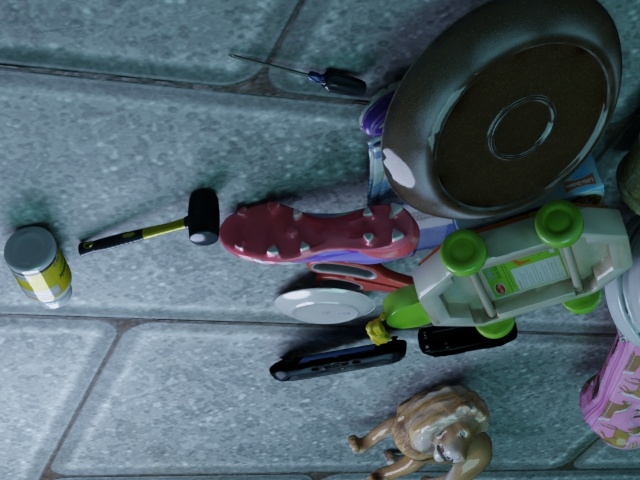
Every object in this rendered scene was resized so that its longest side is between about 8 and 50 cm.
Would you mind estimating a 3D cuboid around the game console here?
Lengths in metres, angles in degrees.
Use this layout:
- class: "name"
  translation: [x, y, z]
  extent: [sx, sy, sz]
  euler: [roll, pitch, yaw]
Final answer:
- class: "game console"
  translation: [0.103, 0.156, 2.143]
  extent: [0.361, 0.044, 0.213]
  euler: [-11, 173, 6]

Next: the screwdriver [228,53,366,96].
- class: "screwdriver"
  translation: [-0.025, -0.187, 1.636]
  extent: [0.170, 0.025, 0.024]
  euler: [15, 141, -24]

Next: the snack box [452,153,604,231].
- class: "snack box"
  translation: [0.276, -0.002, 1.951]
  extent: [0.187, 0.060, 0.322]
  euler: [-18, 155, 4]

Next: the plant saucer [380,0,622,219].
- class: "plant saucer"
  translation: [0.216, -0.137, 1.667]
  extent: [0.310, 0.050, 0.310]
  euler: [-19, 136, -19]

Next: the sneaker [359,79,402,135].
- class: "sneaker"
  translation: [0.129, -0.145, 1.700]
  extent: [0.170, 0.071, 0.068]
  euler: [-11, 149, -2]

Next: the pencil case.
- class: "pencil case"
  translation: [0.506, 0.184, 2.288]
  extent: [0.167, 0.160, 0.386]
  euler: [15, 150, 8]

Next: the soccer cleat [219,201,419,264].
- class: "soccer cleat"
  translation: [0.000, 0.000, 1.848]
  extent: [0.248, 0.083, 0.095]
  euler: [-4, 155, 10]

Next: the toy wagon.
- class: "toy wagon"
  translation: [0.217, 0.047, 1.871]
  extent: [0.344, 0.068, 0.267]
  euler: [-17, 155, 9]

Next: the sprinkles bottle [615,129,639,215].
- class: "sprinkles bottle"
  translation: [0.457, -0.160, 1.746]
  extent: [0.121, 0.121, 0.355]
  euler: [-4, 148, -13]

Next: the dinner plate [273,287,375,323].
- class: "dinner plate"
  translation: [0.006, 0.094, 2.060]
  extent: [0.141, 0.017, 0.141]
  euler: [0, 160, 0]

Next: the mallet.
- class: "mallet"
  translation: [-0.208, -0.002, 1.817]
  extent: [0.189, 0.062, 0.039]
  euler: [-20, 147, 13]

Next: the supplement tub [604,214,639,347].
- class: "supplement tub"
  translation: [0.547, 0.052, 1.913]
  extent: [0.235, 0.235, 0.325]
  euler: [8, 175, -30]

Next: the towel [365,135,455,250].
- class: "towel"
  translation: [0.154, -0.072, 1.865]
  extent: [0.209, 0.034, 0.285]
  euler: [-11, 151, -7]

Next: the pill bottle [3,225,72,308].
- class: "pill bottle"
  translation: [-0.342, 0.037, 1.830]
  extent: [0.065, 0.065, 0.116]
  euler: [-12, 150, -1]

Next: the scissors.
- class: "scissors"
  translation: [0.128, 0.061, 1.988]
  extent: [0.297, 0.021, 0.109]
  euler: [9, 154, 4]

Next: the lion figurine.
- class: "lion figurine"
  translation: [0.204, 0.338, 2.479]
  extent: [0.240, 0.142, 0.392]
  euler: [-30, 160, 13]
